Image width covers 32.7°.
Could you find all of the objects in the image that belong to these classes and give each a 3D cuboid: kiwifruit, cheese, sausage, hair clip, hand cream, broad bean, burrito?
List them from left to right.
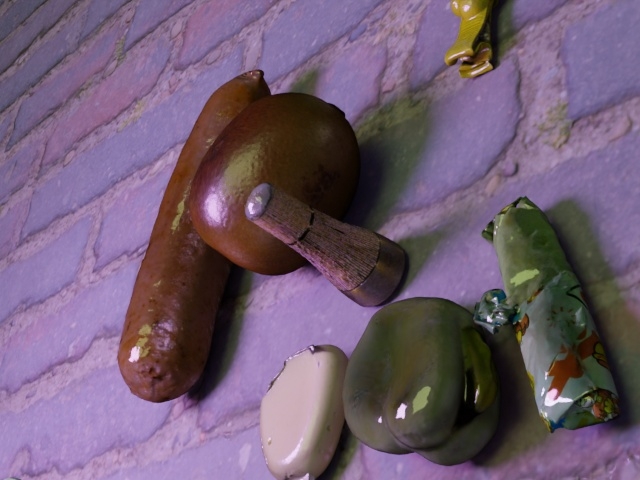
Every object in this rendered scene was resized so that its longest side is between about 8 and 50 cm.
[{"bbox_3d":[-0.168,-0.015,1.515,0.136,0.123,0.500,-36,35,62],"label":"sausage"},{"bbox_3d":[-0.051,-0.075,1.353,0.234,0.196,0.196,-52,32,0],"label":"kiwifruit"},{"bbox_3d":[-0.024,0.240,1.181,0.127,0.050,0.255,-29,43,38],"label":"cheese"},{"bbox_3d":[0.000,0.000,1.203,0.084,0.203,0.084,-32,42,35],"label":"hand cream"},{"bbox_3d":[0.095,0.131,1.069,0.228,0.100,0.169,4,60,57],"label":"broad bean"},{"bbox_3d":[0.186,-0.277,1.327,0.072,0.046,0.173,-16,50,42],"label":"hair clip"},{"bbox_3d":[0.193,0.066,1.006,0.104,0.054,0.288,-22,42,13],"label":"burrito"}]

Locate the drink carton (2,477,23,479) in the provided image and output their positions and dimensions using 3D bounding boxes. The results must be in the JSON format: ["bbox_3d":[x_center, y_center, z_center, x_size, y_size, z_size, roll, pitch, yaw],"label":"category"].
[{"bbox_3d":[-0.369,0.391,1.445,0.146,0.142,0.144,0,65,52],"label":"drink carton"}]
